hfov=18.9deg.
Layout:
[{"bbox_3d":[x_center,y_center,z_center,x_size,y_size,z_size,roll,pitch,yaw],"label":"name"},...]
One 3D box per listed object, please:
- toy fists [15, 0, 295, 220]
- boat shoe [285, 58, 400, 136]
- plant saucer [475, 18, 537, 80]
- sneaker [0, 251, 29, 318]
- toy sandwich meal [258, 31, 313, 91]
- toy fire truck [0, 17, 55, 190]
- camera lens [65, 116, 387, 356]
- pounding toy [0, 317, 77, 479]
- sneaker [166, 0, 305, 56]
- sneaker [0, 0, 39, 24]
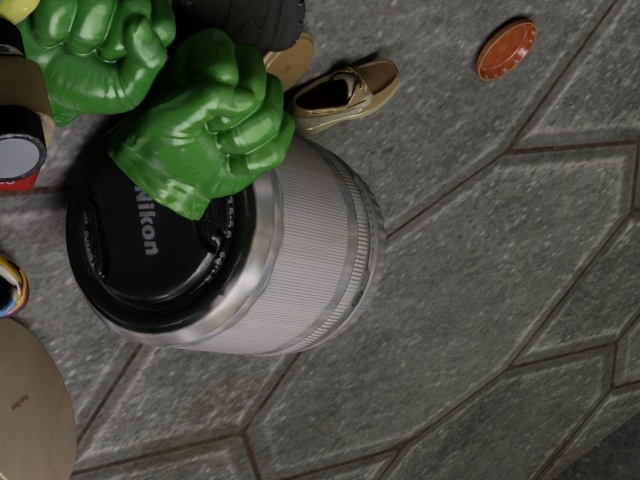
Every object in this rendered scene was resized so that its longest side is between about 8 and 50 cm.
[{"bbox_3d":[-0.140,-0.127,1.537,0.279,0.096,0.142,34,109,-31],"label":"toy fists"},{"bbox_3d":[0.025,-0.148,1.917,0.135,0.050,0.045,-31,159,-22],"label":"boat shoe"},{"bbox_3d":[0.203,-0.212,2.114,0.083,0.013,0.083,-32,154,-18],"label":"plant saucer"},{"bbox_3d":[-0.299,0.046,1.725,0.069,0.084,0.185,-40,155,-2],"label":"sneaker"},{"bbox_3d":[-0.043,-0.169,1.812,0.085,0.029,0.085,-37,155,-20],"label":"toy sandwich meal"},{"bbox_3d":[-0.336,-0.060,1.441,0.217,0.158,0.246,0,141,-26],"label":"toy fire truck"},{"bbox_3d":[-0.086,-0.004,1.788,0.219,0.219,0.274,-49,154,16],"label":"camera lens"},{"bbox_3d":[-0.341,0.170,1.814,0.110,0.183,0.237,-22,163,22],"label":"pounding toy"},{"bbox_3d":[-0.074,-0.243,1.560,0.130,0.109,0.286,-19,145,-21],"label":"sneaker"},{"bbox_3d":[-0.201,-0.250,1.370,0.240,0.091,0.126,-48,154,17],"label":"sneaker"}]
